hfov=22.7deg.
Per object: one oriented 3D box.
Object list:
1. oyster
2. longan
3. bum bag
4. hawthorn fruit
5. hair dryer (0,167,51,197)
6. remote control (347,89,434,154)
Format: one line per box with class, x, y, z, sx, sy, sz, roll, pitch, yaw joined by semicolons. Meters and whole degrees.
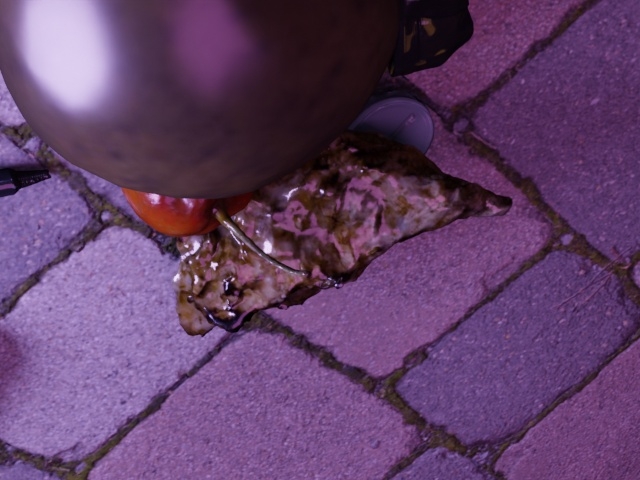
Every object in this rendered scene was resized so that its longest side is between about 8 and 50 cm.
oyster;0.001;-0.024;1.759;0.396;0.111;0.204;-26;125;5
longan;-0.116;-0.230;1.437;0.405;0.336;0.404;-4;116;-8
bum bag;0.110;-0.278;1.689;0.107;0.060;0.232;-23;136;-18
hawthorn fruit;-0.107;-0.042;1.637;0.165;0.285;0.165;-28;155;-15
hair dryer;-0.385;-0.065;1.659;0.195;0.050;0.173;-23;134;-10
remote control;0.029;-0.073;1.827;0.104;0.052;0.247;31;111;-38
